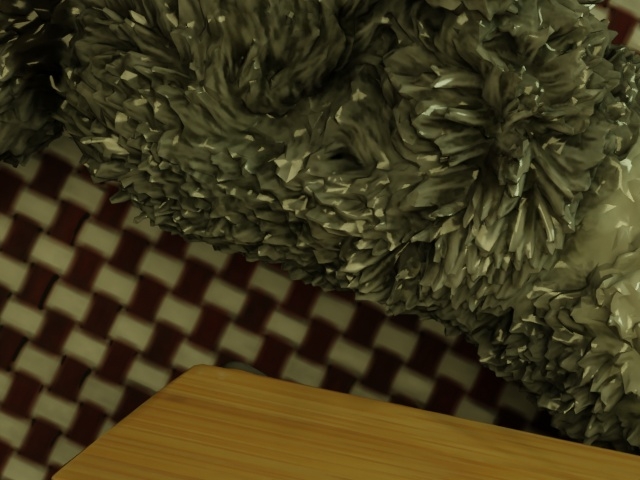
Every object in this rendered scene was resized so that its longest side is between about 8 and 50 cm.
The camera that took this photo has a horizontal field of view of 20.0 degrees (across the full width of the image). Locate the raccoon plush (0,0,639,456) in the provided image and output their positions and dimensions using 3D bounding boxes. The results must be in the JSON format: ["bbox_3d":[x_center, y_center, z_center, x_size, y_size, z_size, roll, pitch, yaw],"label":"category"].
[{"bbox_3d":[0.000,0.000,0.769,0.446,0.216,0.299,-15,103,26],"label":"raccoon plush"}]

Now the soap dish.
[{"bbox_3d":[0.057,0.163,0.682,0.291,0.229,0.118,11,51,13],"label":"soap dish"}]
